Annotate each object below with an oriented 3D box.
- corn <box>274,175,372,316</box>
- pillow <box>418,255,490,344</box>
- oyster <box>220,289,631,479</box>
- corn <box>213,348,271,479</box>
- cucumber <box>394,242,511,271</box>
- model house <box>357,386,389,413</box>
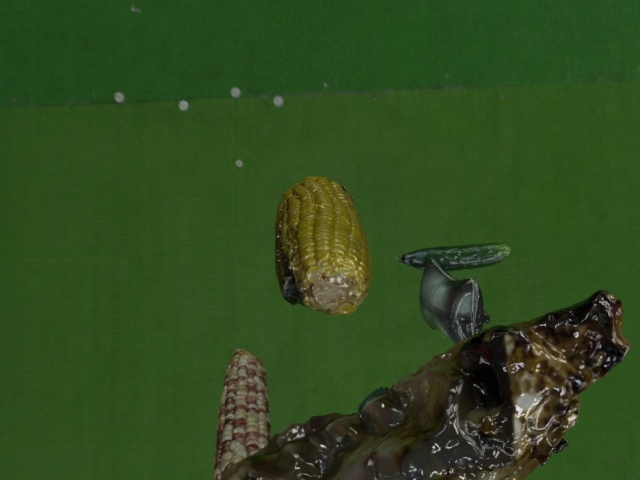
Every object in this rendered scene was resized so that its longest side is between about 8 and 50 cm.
[{"bbox_3d":[0.000,0.000,0.511,0.072,0.203,0.071,-1,110,-4],"label":"corn"},{"bbox_3d":[0.152,0.076,0.778,0.055,0.136,0.091,-31,110,-9],"label":"pillow"},{"bbox_3d":[0.039,0.138,0.416,0.345,0.079,0.128,-39,46,17],"label":"oyster"},{"bbox_3d":[-0.101,0.240,0.871,0.080,0.079,0.237,-12,40,4],"label":"corn"},{"bbox_3d":[0.179,0.024,0.892,0.155,0.037,0.037,-5,85,7],"label":"cucumber"},{"bbox_3d":[0.071,0.352,0.739,0.291,0.184,0.253,-45,43,-10],"label":"model house"}]
